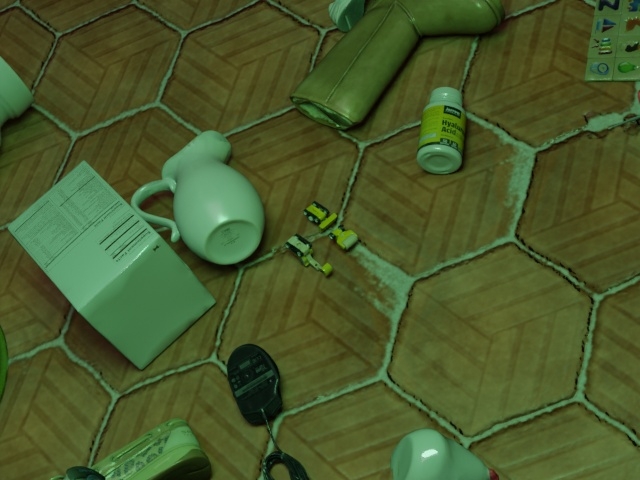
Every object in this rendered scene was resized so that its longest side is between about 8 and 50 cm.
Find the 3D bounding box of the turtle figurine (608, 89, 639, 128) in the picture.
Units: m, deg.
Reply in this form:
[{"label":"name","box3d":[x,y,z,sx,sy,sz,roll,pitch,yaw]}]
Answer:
[{"label":"turtle figurine","box3d":[0.503,-0.159,1.546,0.234,0.118,0.175,-17,54,4]}]

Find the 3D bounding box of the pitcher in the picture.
[{"label":"pitcher","box3d":[-0.180,-0.046,1.733,0.178,0.125,0.207,-32,44,2]}]

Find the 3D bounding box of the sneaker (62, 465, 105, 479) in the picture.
[{"label":"sneaker","box3d":[-0.254,0.422,1.437,0.129,0.111,0.297,-35,79,6]}]

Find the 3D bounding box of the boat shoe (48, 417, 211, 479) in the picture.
[{"label":"boat shoe","box3d":[-0.281,0.334,1.549,0.285,0.104,0.089,-27,48,-9]}]

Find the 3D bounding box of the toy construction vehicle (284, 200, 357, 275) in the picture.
[{"label":"toy construction vehicle","box3d":[0.000,0.000,1.689,0.098,0.035,0.086,33,64,31]}]

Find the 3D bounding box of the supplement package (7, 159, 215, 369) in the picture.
[{"label":"supplement package","box3d":[-0.291,0.036,1.675,0.149,0.194,0.203,-43,54,-8]}]

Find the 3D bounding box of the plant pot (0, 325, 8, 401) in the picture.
[{"label":"plant pot","box3d":[-0.689,0.144,1.664,0.367,0.353,0.366,-10,56,15]}]

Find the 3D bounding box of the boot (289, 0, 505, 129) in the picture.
[{"label":"boot","box3d":[0.117,-0.273,1.785,0.236,0.089,0.269,21,67,44]}]

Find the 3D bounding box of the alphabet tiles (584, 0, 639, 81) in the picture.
[{"label":"alphabet tiles","box3d":[0.492,-0.325,1.715,0.198,0.009,0.237,2,60,23]}]

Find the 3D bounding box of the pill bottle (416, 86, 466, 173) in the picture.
[{"label":"pill bottle","box3d":[0.174,-0.158,1.697,0.065,0.065,0.116,-3,58,20]}]

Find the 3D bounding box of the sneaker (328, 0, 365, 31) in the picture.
[{"label":"sneaker","box3d":[0.061,-0.407,1.884,0.152,0.054,0.061,-53,43,14]}]

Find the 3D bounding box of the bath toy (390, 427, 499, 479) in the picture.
[{"label":"bath toy","box3d":[0.138,0.381,1.334,0.129,0.151,0.348,14,55,-13]}]

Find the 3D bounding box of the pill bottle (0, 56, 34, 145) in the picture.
[{"label":"pill bottle","box3d":[-0.653,-0.164,1.934,0.363,0.210,0.210,-46,55,-11]}]

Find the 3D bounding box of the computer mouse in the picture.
[{"label":"computer mouse","box3d":[-0.062,0.240,1.560,0.071,0.041,0.242,-30,60,12]}]
